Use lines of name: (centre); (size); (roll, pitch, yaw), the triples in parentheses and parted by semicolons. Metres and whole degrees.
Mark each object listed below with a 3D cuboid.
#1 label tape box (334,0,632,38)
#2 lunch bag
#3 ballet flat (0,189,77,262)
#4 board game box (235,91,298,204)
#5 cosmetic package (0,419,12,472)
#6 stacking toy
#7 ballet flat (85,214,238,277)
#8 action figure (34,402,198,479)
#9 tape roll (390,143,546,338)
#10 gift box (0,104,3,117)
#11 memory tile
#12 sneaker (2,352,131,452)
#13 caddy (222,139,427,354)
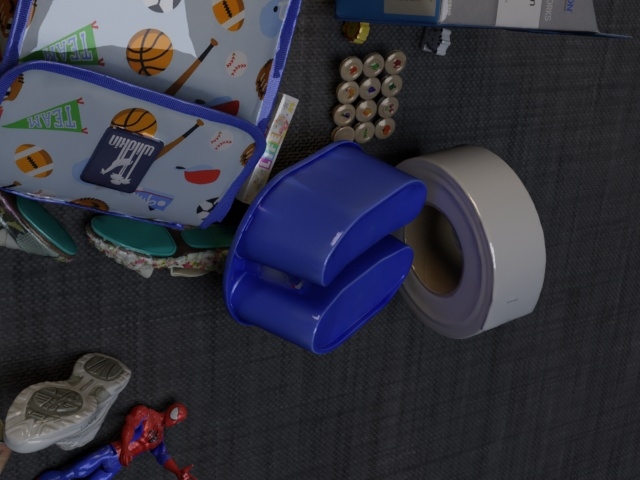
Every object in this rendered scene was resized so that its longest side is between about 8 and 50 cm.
label tape box: (0.222, -0.336, 1.263); (0.334, 0.241, 0.105); (-5, 106, -31)
lunch bag: (-0.218, -0.216, 1.081); (0.328, 0.239, 0.385); (13, 101, -32)
ballet flat: (-0.395, -0.043, 1.148); (0.079, 0.077, 0.221); (-34, 120, 4)
board game box: (-0.093, -0.134, 1.282); (0.026, 0.103, 0.154); (18, 97, -37)
cosmetic package: (-0.525, 0.339, 1.167); (0.153, 0.129, 0.296); (24, 95, -38)
stacking toy: (0.130, -0.384, 1.363); (0.167, 0.052, 0.221); (4, 105, -34)
ballet flat: (-0.208, 0.018, 1.283); (0.241, 0.091, 0.077); (5, 128, -31)
action figure: (-0.291, 0.332, 1.318); (0.280, 0.139, 0.091); (-36, 125, -19)
tape roll: (0.207, 0.003, 1.417); (0.100, 0.286, 0.286); (-17, 116, -28)
gift box: (-0.506, -0.104, 0.924); (0.276, 0.258, 0.255); (18, 98, -45)
memory tile: (0.071, -0.208, 1.390); (0.113, 0.012, 0.148); (-12, 130, -25)
sneaker: (-0.331, 0.238, 1.228); (0.232, 0.090, 0.115); (-28, 142, -66)
caddy: (0.000, 0.000, 1.319); (0.341, 0.179, 0.241); (-34, 141, -48)
